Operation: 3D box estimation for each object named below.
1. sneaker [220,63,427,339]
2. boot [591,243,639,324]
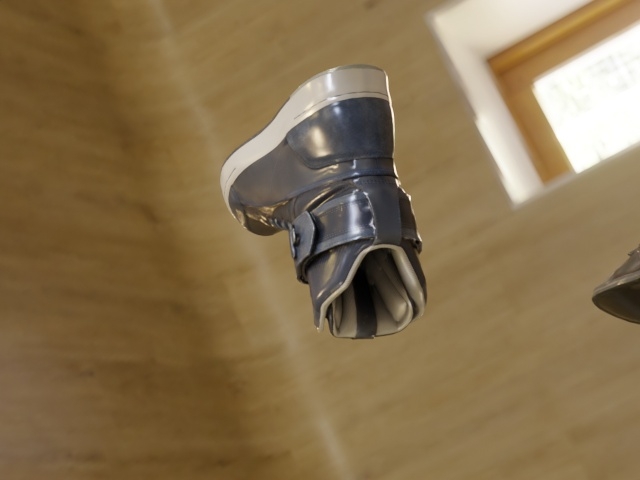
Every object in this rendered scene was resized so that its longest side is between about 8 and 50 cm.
[{"bbox_3d":[-0.002,0.000,1.022,0.226,0.086,0.163,134,125,-64],"label":"sneaker"},{"bbox_3d":[0.394,-0.046,1.554,0.091,0.263,0.229,28,-126,-18],"label":"boot"}]
